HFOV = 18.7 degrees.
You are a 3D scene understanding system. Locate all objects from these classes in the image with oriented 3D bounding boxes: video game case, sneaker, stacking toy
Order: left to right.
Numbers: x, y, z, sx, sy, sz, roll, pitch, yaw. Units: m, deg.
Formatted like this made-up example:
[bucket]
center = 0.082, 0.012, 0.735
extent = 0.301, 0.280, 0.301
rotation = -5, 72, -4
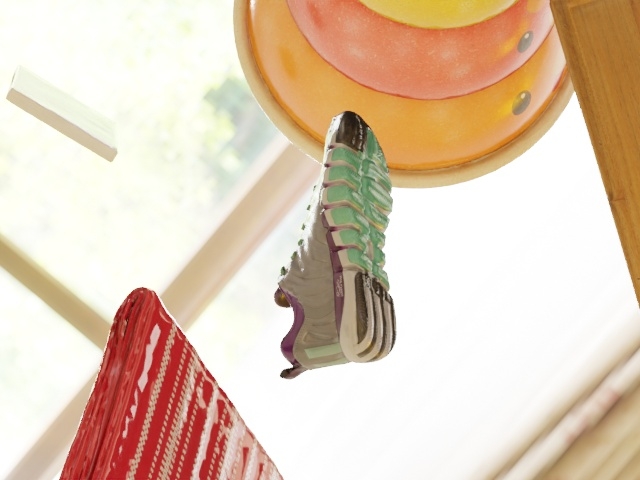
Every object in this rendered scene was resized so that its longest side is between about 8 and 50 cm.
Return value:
[video game case]
center = -0.186, -0.093, 1.410
extent = 0.087, 0.011, 0.122
rotation = 31, -172, -12
[sneaker]
center = 0.000, 0.000, 1.535
extent = 0.083, 0.098, 0.224
rotation = 41, -141, -45
[stacking toy]
center = 0.096, -0.268, 1.718
extent = 0.350, 0.350, 0.480
rotation = 41, 167, 8

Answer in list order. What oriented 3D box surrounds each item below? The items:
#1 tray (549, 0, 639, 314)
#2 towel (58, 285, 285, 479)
[tray]
center = 0.340, -0.033, 1.589
extent = 0.076, 0.202, 0.411
rotation = 48, -153, -72
[towel]
center = -0.078, 0.186, 1.288
extent = 0.275, 0.031, 0.199
rotation = 59, -152, -33
